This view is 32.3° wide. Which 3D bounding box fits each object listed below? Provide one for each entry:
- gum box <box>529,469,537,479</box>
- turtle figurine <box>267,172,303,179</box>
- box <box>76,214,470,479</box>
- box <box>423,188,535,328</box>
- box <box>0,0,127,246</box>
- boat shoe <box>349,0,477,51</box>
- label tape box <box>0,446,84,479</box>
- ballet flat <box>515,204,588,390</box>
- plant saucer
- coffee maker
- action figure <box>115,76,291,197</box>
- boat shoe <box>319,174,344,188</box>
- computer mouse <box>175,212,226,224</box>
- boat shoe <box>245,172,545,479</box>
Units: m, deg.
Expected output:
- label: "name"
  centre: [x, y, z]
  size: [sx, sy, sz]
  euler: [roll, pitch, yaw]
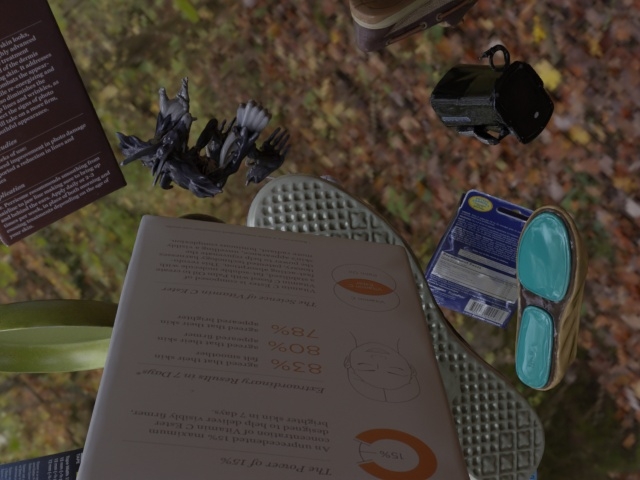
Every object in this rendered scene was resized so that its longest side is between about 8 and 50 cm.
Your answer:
- label: "gum box"
  centre: [0.327, 0.399, 1.846]
  size: [0.041, 0.184, 0.157]
  euler: [5, 146, 0]
- label: "turtle figurine"
  centre: [0.000, 0.000, 1.679]
  size: [0.234, 0.118, 0.175]
  euler: [30, 166, 10]
- label: "box"
  centre: [-0.039, 0.136, 0.744]
  size: [0.215, 0.168, 0.345]
  euler: [7, -156, -6]
- label: "box"
  centre: [0.226, 0.019, 1.472]
  size: [0.136, 0.036, 0.225]
  euler: [20, 138, 0]
- label: "box"
  centre: [-0.412, -0.198, 1.411]
  size: [0.143, 0.191, 0.381]
  euler: [48, 160, 43]
- label: "boat shoe"
  centre: [0.196, -0.412, 1.826]
  size: [0.123, 0.342, 0.123]
  euler: [45, 157, 31]
- label: "label tape box"
  centre: [-0.451, 0.487, 1.821]
  size: [0.115, 0.347, 0.249]
  euler: [78, -178, -51]
- label: "ballet flat"
  centre: [0.252, 0.054, 1.192]
  size: [0.080, 0.073, 0.232]
  euler: [30, 132, 37]
- label: "plant saucer"
  centre: [-0.279, 0.100, 1.160]
  size: [0.241, 0.241, 0.037]
  euler: [82, -176, -73]
- label: "coffee maker"
  centre: [0.275, -0.248, 1.830]
  size: [0.178, 0.120, 0.171]
  euler: [13, 126, 57]
- label: "action figure"
  centre: [-0.147, -0.130, 1.399]
  size: [0.164, 0.141, 0.275]
  euler: [24, -168, 17]
- label: "boat shoe"
  centre: [0.052, -0.039, 2.282]
  size: [0.226, 0.083, 0.076]
  euler: [43, -148, -37]
- label: "computer mouse"
  centre: [-0.217, 0.037, 1.512]
  size: [0.072, 0.272, 0.188]
  euler: [44, 127, -10]
- label: "boat shoe"
  centre: [0.078, 0.122, 1.363]
  size: [0.500, 0.187, 0.156]
  euler: [46, 165, -19]
